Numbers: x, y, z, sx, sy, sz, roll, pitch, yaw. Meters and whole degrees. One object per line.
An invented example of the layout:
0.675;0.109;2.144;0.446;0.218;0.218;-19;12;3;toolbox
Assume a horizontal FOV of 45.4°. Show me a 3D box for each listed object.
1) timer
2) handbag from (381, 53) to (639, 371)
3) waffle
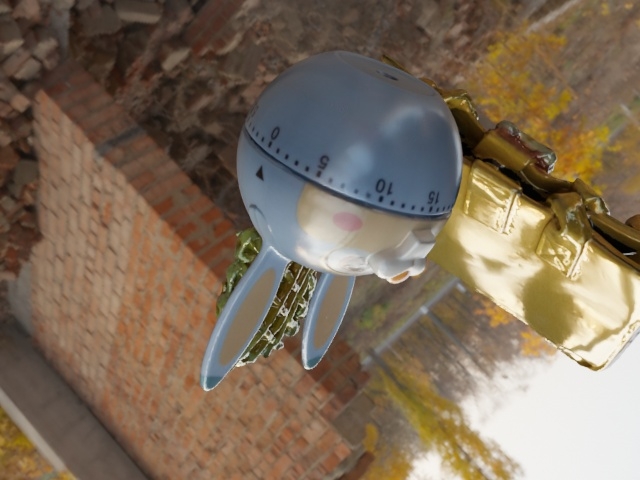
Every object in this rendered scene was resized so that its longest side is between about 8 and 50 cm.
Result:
0.015;-0.005;0.543;0.175;0.175;0.255;-10;107;-71;timer
0.214;-0.034;0.898;0.133;0.401;0.283;-49;159;-10;handbag
-0.054;0.045;0.912;0.214;0.054;0.207;-27;131;-57;waffle
